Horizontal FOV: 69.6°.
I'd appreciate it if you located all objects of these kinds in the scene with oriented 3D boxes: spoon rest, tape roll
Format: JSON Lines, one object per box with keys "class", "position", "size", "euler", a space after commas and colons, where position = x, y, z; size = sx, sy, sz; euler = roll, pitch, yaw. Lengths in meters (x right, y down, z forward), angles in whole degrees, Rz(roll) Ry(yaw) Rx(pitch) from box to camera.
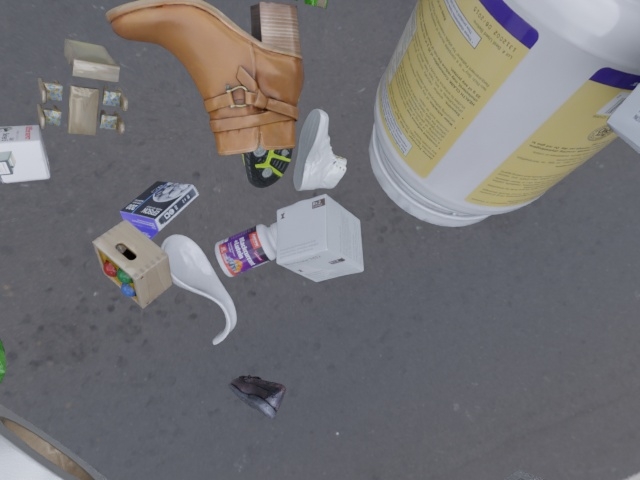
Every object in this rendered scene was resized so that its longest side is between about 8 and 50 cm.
{"class": "spoon rest", "position": [-0.278, 0.108, 1.080], "size": [0.084, 0.137, 0.276], "euler": [-24, 102, 23]}
{"class": "tape roll", "position": [-0.487, 0.390, 0.787], "size": [0.392, 0.392, 0.072], "euler": [47, 59, -18]}

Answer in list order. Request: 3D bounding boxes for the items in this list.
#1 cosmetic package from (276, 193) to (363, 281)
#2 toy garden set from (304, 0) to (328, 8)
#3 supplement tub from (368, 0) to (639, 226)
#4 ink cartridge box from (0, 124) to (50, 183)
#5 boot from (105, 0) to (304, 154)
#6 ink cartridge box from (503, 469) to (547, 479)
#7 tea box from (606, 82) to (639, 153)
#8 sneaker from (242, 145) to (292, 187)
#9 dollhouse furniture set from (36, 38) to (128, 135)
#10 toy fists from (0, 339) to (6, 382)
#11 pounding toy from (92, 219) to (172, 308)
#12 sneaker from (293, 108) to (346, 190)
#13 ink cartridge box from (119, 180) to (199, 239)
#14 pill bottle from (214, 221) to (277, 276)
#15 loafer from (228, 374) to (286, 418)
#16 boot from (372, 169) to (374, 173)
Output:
{"class": "cosmetic package", "position": [0.000, 0.000, 1.168], "size": [0.151, 0.152, 0.183], "euler": [-17, 153, 29]}
{"class": "toy garden set", "position": [-0.046, -0.479, 0.690], "size": [0.244, 0.049, 0.204], "euler": [-13, 127, -44]}
{"class": "supplement tub", "position": [0.196, -0.173, 0.482], "size": [0.241, 0.331, 0.241], "euler": [5, 67, -11]}
{"class": "ink cartridge box", "position": [-0.902, -0.232, 1.252], "size": [0.272, 0.198, 0.115], "euler": [-12, 121, -27]}
{"class": "boot", "position": [-0.164, -0.243, 0.704], "size": [0.283, 0.109, 0.220], "euler": [-6, 111, -19]}
{"class": "ink cartridge box", "position": [0.209, 0.342, 0.496], "size": [0.160, 0.219, 0.093], "euler": [-35, 67, -4]}
{"class": "tea box", "position": [0.411, -0.116, 0.226], "size": [0.329, 0.220, 0.324], "euler": [-4, 138, -35]}
{"class": "sneaker", "position": [-0.172, -0.332, 1.260], "size": [0.145, 0.147, 0.385], "euler": [-17, 124, -26]}
{"class": "dollhouse furniture set", "position": [-0.636, -0.392, 1.254], "size": [0.212, 0.161, 0.242], "euler": [-4, 129, -38]}
{"class": "toy fists", "position": [-0.496, 0.148, 0.507], "size": [0.279, 0.142, 0.096], "euler": [-15, 78, 23]}
{"class": "pounding toy", "position": [-0.420, 0.060, 0.995], "size": [0.181, 0.206, 0.094], "euler": [37, 55, 13]}
{"class": "sneaker", "position": [0.017, -0.305, 1.572], "size": [0.169, 0.108, 0.293], "euler": [-4, 130, -27]}
{"class": "ink cartridge box", "position": [-0.480, -0.088, 1.313], "size": [0.208, 0.206, 0.045], "euler": [-52, 132, -28]}
{"class": "pill bottle", "position": [-0.187, 0.019, 1.290], "size": [0.193, 0.108, 0.108], "euler": [-23, 107, 4]}
{"class": "loafer", "position": [-0.195, 0.474, 1.446], "size": [0.109, 0.302, 0.095], "euler": [50, 65, -17]}
{"class": "boot", "position": [0.237, -0.168, 1.262], "size": [0.069, 0.190, 0.086], "euler": [-59, 147, -12]}
